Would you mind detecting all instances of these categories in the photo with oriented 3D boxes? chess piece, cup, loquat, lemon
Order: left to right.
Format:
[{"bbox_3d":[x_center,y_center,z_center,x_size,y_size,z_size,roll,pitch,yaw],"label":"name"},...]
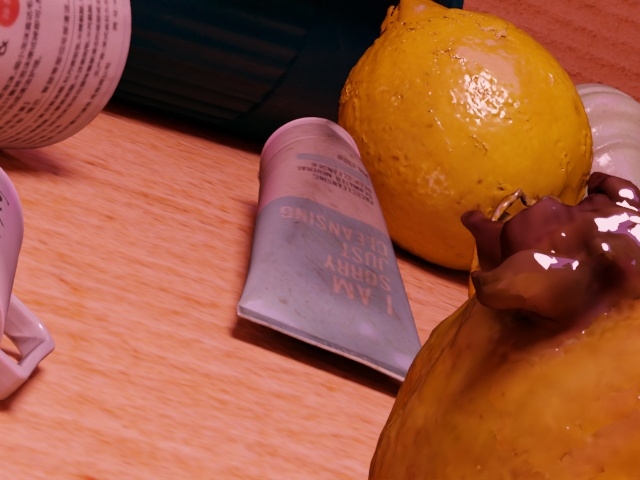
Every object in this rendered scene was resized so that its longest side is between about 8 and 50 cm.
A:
[{"bbox_3d":[-0.143,0.020,0.740,0.104,0.074,0.116,49,6,-22],"label":"cup"},{"bbox_3d":[-0.063,-0.193,1.397,0.292,0.242,0.308,12,15,-36],"label":"cup"},{"bbox_3d":[0.097,-0.073,1.308,0.206,0.173,0.173,66,20,5],"label":"lemon"},{"bbox_3d":[0.264,-0.009,1.544,0.139,0.139,0.271,16,26,-33],"label":"chess piece"},{"bbox_3d":[0.127,0.083,0.550,0.244,0.244,0.244,22,12,-5],"label":"loquat"}]

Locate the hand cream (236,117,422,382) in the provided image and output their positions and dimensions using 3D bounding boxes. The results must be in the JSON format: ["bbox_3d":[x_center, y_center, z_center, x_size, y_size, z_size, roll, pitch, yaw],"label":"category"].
[{"bbox_3d":[0.000,0.000,1.088,0.111,0.070,0.312,23,15,-12],"label":"hand cream"}]

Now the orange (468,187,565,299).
[{"bbox_3d":[0.144,0.050,1.030,0.160,0.112,0.170,38,39,15],"label":"orange"}]

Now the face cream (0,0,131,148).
[{"bbox_3d":[-0.253,-0.125,0.951,0.145,0.145,0.370,29,12,25],"label":"face cream"}]
